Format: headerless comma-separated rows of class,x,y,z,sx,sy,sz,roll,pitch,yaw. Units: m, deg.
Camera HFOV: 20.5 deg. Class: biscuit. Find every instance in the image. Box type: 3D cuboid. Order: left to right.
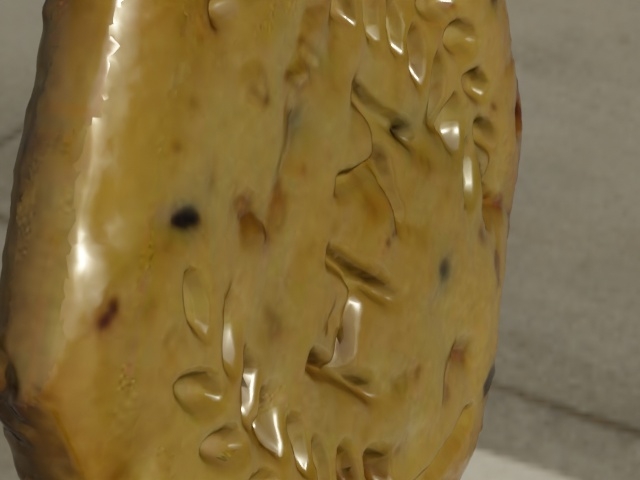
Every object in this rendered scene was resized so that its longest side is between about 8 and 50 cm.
biscuit,0.001,-0.001,0.668,0.046,0.359,0.359,7,31,28
